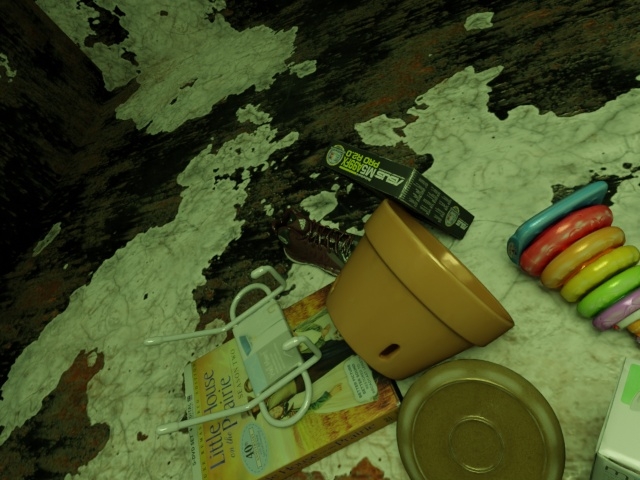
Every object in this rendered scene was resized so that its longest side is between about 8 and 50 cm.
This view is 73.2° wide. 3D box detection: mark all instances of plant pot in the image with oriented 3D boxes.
[{"bbox_3d":[0.147,0.098,0.746,0.203,0.291,0.290,-46,44,15],"label":"plant pot"},{"bbox_3d":[0.226,0.295,0.628,0.237,0.032,0.235,-3,80,18],"label":"plant pot"}]

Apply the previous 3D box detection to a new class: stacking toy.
[{"bbox_3d":[0.452,0.075,0.670,0.166,0.175,0.301,-33,60,6],"label":"stacking toy"}]

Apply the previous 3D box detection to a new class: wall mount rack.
[{"bbox_3d":[-0.173,0.215,0.844,0.304,0.130,0.350,-36,44,2],"label":"wall mount rack"}]

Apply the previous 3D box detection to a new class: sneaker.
[{"bbox_3d":[0.000,0.000,0.964,0.282,0.162,0.106,5,60,34],"label":"sneaker"}]

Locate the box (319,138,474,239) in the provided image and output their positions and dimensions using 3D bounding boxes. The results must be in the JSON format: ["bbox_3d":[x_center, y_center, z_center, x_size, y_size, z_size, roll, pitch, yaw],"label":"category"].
[{"bbox_3d":[0.159,-0.100,0.871,0.216,0.270,0.060,33,98,42],"label":"box"}]

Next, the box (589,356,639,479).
[{"bbox_3d":[0.439,0.269,0.445,0.262,0.231,0.126,15,58,39],"label":"box"}]

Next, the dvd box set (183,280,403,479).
[{"bbox_3d":[-0.076,0.292,0.860,0.421,0.062,0.307,-30,46,8],"label":"dvd box set"}]
